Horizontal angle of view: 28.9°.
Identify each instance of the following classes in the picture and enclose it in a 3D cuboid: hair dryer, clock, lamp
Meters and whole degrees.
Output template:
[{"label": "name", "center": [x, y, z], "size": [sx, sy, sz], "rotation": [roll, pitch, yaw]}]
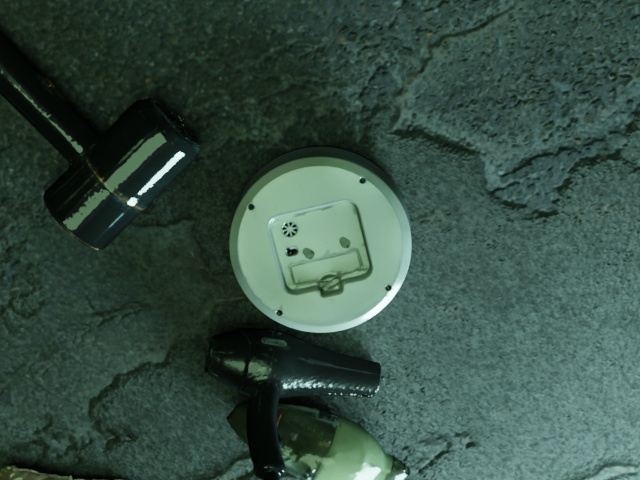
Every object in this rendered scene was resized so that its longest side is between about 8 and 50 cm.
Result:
[{"label": "hair dryer", "center": [-0.034, 0.234, 1.553], "size": [0.235, 0.272, 0.091], "rotation": [11, 138, -11]}, {"label": "clock", "center": [0.000, 0.000, 1.569], "size": [0.230, 0.083, 0.230], "rotation": [1, 107, 2]}, {"label": "hair dryer", "center": [-0.327, -0.176, 1.525], "size": [0.189, 0.107, 0.352], "rotation": [-43, 95, 9]}, {"label": "lamp", "center": [-0.004, 0.271, 1.632], "size": [0.250, 0.101, 0.101], "rotation": [24, 104, -4]}]

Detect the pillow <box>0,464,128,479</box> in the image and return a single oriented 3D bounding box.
[{"label": "pillow", "center": [-0.342, 0.377, 1.701], "size": [0.211, 0.034, 0.135], "rotation": [7, 104, -2]}]
